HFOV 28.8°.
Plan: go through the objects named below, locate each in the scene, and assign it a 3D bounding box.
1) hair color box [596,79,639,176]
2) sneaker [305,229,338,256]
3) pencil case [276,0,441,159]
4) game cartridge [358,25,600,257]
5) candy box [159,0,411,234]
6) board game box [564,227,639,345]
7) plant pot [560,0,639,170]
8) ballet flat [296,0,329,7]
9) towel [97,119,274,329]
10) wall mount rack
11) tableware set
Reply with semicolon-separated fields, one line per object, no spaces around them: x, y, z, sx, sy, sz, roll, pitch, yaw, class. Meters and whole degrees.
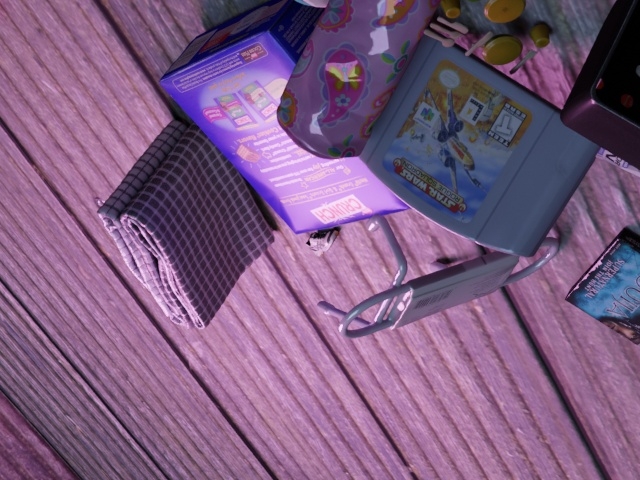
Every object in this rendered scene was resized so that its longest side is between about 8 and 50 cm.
0.392;-0.119;1.465;0.167;0.053;0.093;26;147;14;hair color box
0.000;0.000;2.032;0.037;0.032;0.083;38;149;-5;sneaker
0.052;-0.229;1.467;0.124;0.124;0.284;31;115;7;pencil case
0.173;-0.118;1.518;0.297;0.198;0.062;36;-167;23;game cartridge
-0.026;-0.170;1.737;0.268;0.122;0.317;-12;124;50;candy box
0.428;0.067;1.712;0.126;0.026;0.186;33;149;6;board game box
0.357;-0.164;1.305;0.188;0.187;0.167;29;167;-10;plant pot
-0.092;-0.442;1.440;0.400;0.139;0.139;45;148;-15;ballet flat
-0.207;-0.020;2.015;0.121;0.235;0.284;3;137;34;towel
0.146;0.044;1.748;0.130;0.350;0.304;63;155;22;wall mount rack
0.199;-0.250;1.426;0.154;0.024;0.104;18;138;-33;tableware set
